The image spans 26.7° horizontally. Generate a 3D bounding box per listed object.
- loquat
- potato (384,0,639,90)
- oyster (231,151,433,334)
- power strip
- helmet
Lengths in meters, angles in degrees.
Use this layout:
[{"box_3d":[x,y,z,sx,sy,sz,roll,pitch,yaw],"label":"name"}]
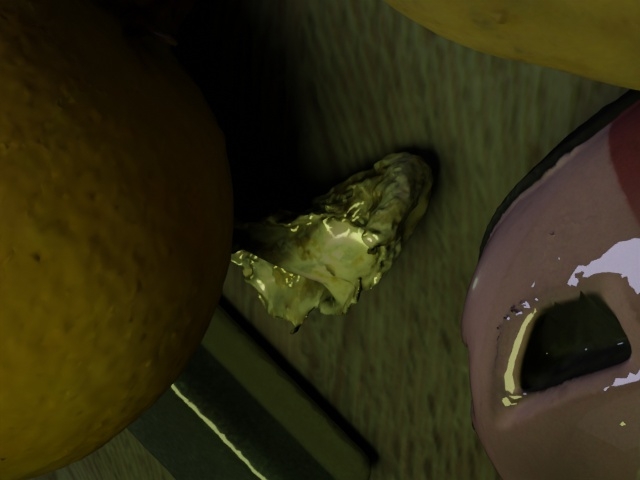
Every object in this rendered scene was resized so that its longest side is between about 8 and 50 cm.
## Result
[{"box_3d":[-0.165,-0.031,0.649,0.275,0.275,0.274,27,140,25],"label":"loquat"},{"box_3d":[0.070,-0.134,0.426,0.235,0.128,0.161,24,155,28],"label":"potato"},{"box_3d":[-0.003,0.003,0.703,0.200,0.061,0.106,5,146,46],"label":"oyster"},{"box_3d":[-0.081,0.090,0.841,0.256,0.070,0.105,46,147,3],"label":"power strip"},{"box_3d":[0.154,0.041,0.485,0.253,0.154,0.198,-14,113,56],"label":"helmet"}]
